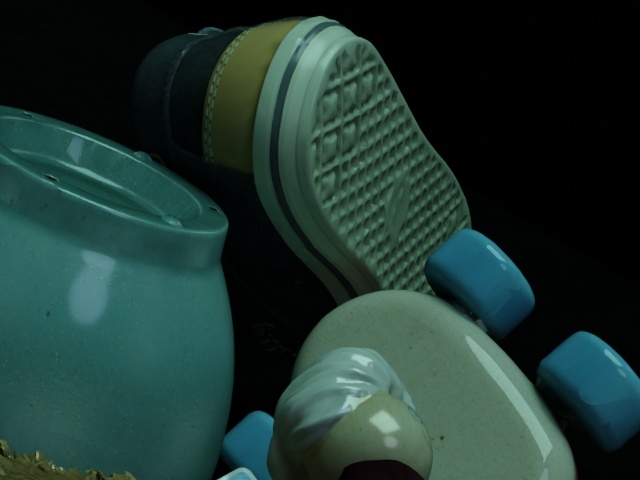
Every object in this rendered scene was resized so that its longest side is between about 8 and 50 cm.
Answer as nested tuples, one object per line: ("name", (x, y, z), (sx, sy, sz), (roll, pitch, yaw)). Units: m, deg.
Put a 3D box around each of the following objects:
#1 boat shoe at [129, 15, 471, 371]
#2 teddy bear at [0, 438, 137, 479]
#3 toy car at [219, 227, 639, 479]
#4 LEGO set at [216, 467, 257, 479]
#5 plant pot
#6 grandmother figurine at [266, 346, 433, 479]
("boat shoe", (0.000, 0.000, 1.377), (0.156, 0.187, 0.500), (10, -23, 22))
("teddy bear", (-0.121, 0.180, 0.913), (0.338, 0.113, 0.245), (25, 17, -40))
("toy car", (0.089, 0.159, 1.252), (0.210, 0.219, 0.238), (44, -11, 32))
("LEGO set", (-0.029, 0.214, 0.748), (0.182, 0.060, 0.244), (-25, 66, -32))
("plant pot", (-0.170, 0.039, 1.141), (0.293, 0.196, 0.293), (24, 12, -5))
("grandmother figurine", (0.056, 0.189, 0.950), (0.104, 0.208, 0.342), (-15, 44, -8))
